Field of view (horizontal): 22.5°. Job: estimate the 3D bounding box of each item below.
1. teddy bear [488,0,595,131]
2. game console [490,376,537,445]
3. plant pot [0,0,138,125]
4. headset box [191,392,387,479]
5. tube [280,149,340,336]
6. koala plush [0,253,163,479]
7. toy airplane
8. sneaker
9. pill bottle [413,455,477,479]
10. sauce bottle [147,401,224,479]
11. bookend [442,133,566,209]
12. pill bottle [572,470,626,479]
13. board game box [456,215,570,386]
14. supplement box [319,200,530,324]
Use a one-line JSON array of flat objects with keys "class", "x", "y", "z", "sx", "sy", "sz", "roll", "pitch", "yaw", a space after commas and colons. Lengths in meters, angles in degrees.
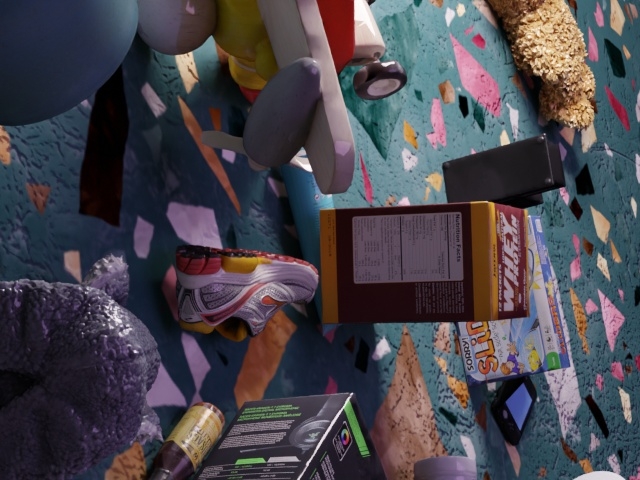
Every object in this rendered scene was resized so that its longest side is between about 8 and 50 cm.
[{"class": "teddy bear", "x": 0.354, "y": -0.326, "z": 2.478, "sx": 0.338, "sy": 0.113, "sz": 0.245, "roll": 67, "pitch": 30, "yaw": -14}, {"class": "game console", "x": 0.282, "y": 0.199, "z": 2.173, "sx": 0.107, "sy": 0.071, "sz": 0.122, "roll": 62, "pitch": 34, "yaw": -21}, {"class": "plant pot", "x": -0.278, "y": -0.234, "z": 1.290, "sx": 0.255, "sy": 0.272, "sz": 0.271, "roll": 59, "pitch": 32, "yaw": -51}, {"class": "headset box", "x": -0.026, "y": 0.317, "z": 1.546, "sx": 0.283, "sy": 0.131, "sz": 0.246, "roll": -54, "pitch": 129, "yaw": -53}, {"class": "tube", "x": 0.000, "y": 0.000, "z": 1.829, "sx": 0.080, "sy": 0.052, "sz": 0.207, "roll": -24, "pitch": 103, "yaw": -57}, {"class": "koala plush", "x": -0.203, "y": 0.108, "z": 1.336, "sx": 0.221, "sy": 0.203, "sz": 0.196, "roll": -8, "pitch": 84, "yaw": -71}, {"class": "toy airplane", "x": -0.059, "y": -0.262, "z": 1.626, "sx": 0.386, "sy": 0.272, "sz": 0.384, "roll": -115, "pitch": -168, "yaw": -68}, {"class": "sneaker", "x": -0.081, "y": 0.055, "z": 1.655, "sx": 0.225, "sy": 0.088, "sz": 0.092, "roll": 4, "pitch": 94, "yaw": -58}, {"class": "pill bottle", "x": 0.150, "y": 0.348, "z": 1.864, "sx": 0.103, "sy": 0.103, "sz": 0.184, "roll": 26, "pitch": 57, "yaw": -52}, {"class": "sauce bottle", "x": -0.133, "y": 0.205, "z": 1.528, "sx": 0.042, "sy": 0.042, "sz": 0.128, "roll": 62, "pitch": 34, "yaw": -22}, {"class": "bookend", "x": 0.274, "y": -0.081, "z": 2.198, "sx": 0.157, "sy": 0.156, "sz": 0.072, "roll": 11, "pitch": 67, "yaw": -57}, {"class": "pill bottle", "x": 0.430, "y": 0.459, "z": 2.206, "sx": 0.301, "sy": 0.169, "sz": 0.169, "roll": 55, "pitch": 36, "yaw": -31}, {"class": "board game box", "x": 0.239, "y": 0.080, "z": 2.092, "sx": 0.035, "sy": 0.136, "sz": 0.201, "roll": 1, "pitch": 76, "yaw": -59}, {"class": "supplement box", "x": 0.122, "y": 0.028, "z": 1.816, "sx": 0.191, "sy": 0.194, "sz": 0.129, "roll": 5, "pitch": 84, "yaw": -70}]
